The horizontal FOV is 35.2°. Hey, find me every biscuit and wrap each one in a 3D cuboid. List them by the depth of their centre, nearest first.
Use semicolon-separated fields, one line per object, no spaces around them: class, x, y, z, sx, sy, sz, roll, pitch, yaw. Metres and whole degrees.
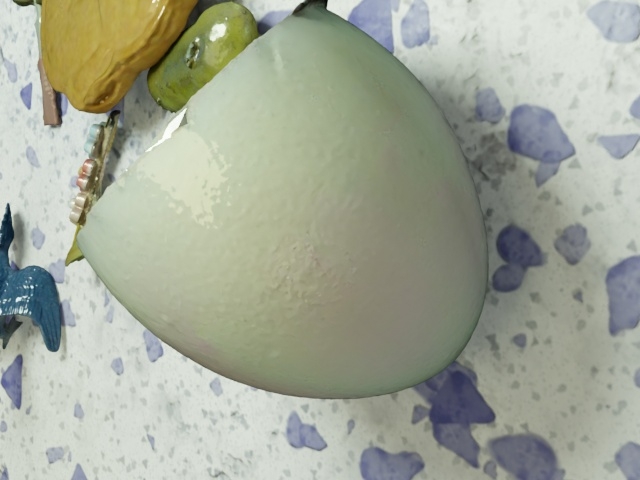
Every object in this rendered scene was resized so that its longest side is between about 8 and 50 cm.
biscuit;-0.253;-0.341;1.267;0.351;0.057;0.312;-35;59;34

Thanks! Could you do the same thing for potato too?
potato;-0.145;-0.213;1.216;0.188;0.085;0.105;-20;75;42

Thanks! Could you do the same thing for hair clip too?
hair clip;-0.313;-0.080;1.377;0.056;0.062;0.214;13;109;6

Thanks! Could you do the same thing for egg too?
egg;0.000;0.000;0.972;0.340;0.354;0.354;45;122;-2

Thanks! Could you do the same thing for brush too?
brush;-0.394;-0.312;1.421;0.084;0.071;0.301;6;102;34

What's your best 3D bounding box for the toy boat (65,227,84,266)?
toy boat;-0.272;0.004;1.339;0.172;0.065;0.066;-11;103;29

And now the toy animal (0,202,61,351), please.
toy animal;-0.490;0.078;1.464;0.255;0.239;0.176;-87;3;-47
